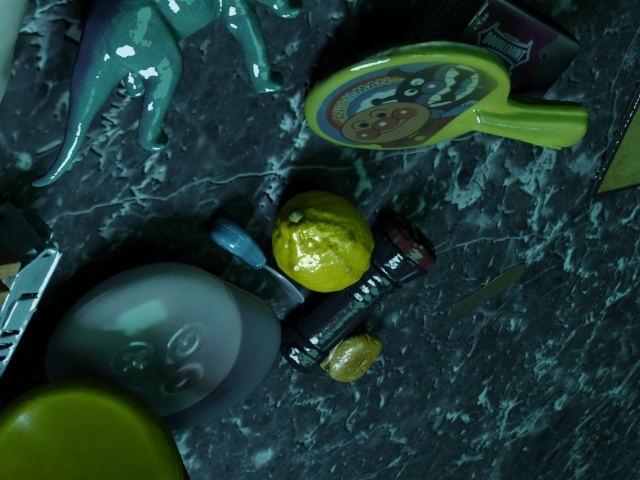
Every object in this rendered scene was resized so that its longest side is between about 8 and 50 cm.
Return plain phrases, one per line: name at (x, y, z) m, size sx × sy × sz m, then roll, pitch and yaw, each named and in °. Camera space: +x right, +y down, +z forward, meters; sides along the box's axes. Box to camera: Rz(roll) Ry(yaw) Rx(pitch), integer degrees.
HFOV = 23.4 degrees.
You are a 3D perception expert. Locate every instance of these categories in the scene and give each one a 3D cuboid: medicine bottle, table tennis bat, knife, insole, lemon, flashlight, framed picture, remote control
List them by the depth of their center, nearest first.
medicine bottle at (-0.252, 0.307, 1.738) m, size 0.224 × 0.224 × 0.384 m, roll -33°, pitch 163°, yaw -12°
table tennis bat at (0.152, -0.149, 1.746) m, size 0.369 × 0.054 × 0.224 m, roll 6°, pitch 153°, yaw -32°
remote control at (-0.175, 0.126, 1.779) m, size 0.221 × 0.103 × 0.332 m, roll -40°, pitch 148°, yaw 13°
lemon at (0.000, 0.000, 1.801) m, size 0.114 × 0.114 × 0.155 m, roll -46°, pitch 146°, yaw 6°
knife at (-0.062, 0.035, 1.830) m, size 0.032 × 0.058 × 0.244 m, roll -59°, pitch 147°, yaw -10°
flashlight at (0.040, 0.070, 1.952) m, size 0.232 × 0.093 × 0.093 m, roll -44°, pitch 146°, yaw 12°
insole at (0.240, 0.072, 2.213) m, size 0.135 × 0.002 × 0.045 m, roll -29°, pitch 144°, yaw -17°
framed picture at (0.546, -0.187, 2.214) m, size 0.339 × 0.014 × 0.255 m, roll -12°, pitch 136°, yaw -36°

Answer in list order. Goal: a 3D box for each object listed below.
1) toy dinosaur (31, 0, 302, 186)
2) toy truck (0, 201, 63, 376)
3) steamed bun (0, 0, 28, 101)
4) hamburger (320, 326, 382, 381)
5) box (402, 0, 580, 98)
toy dinosaur at (-0.160, -0.259, 1.397) m, size 0.383 × 0.129 × 0.331 m, roll -33°, pitch 134°, yaw -10°
toy truck at (-0.384, 0.120, 1.549) m, size 0.184 × 0.133 × 0.338 m, roll -12°, pitch 135°, yaw -50°
steamed bun at (-0.407, -0.202, 1.086) m, size 0.384 × 0.236 × 0.247 m, roll -5°, pitch 142°, yaw -32°
hamburger at (0.043, 0.153, 2.075) m, size 0.076 × 0.044 × 0.083 m, roll 9°, pitch 119°, yaw -50°
box at (0.202, -0.226, 1.788) m, size 0.224 × 0.069 × 0.120 m, roll 14°, pitch 119°, yaw -51°
